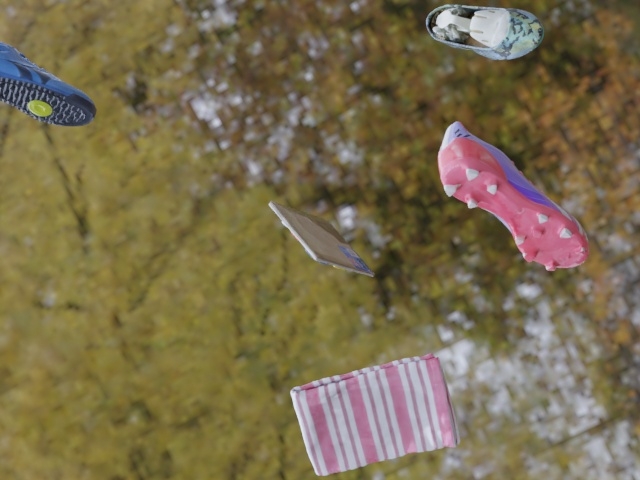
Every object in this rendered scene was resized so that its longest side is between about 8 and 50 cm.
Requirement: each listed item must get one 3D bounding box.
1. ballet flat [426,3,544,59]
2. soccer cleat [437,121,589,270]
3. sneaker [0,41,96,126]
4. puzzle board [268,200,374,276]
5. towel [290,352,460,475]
[{"bbox_3d":[0.199,-0.266,2.002,0.188,0.070,0.070,12,144,56],"label":"ballet flat"},{"bbox_3d":[0.236,-0.051,1.908,0.248,0.083,0.095,32,-138,-30],"label":"soccer cleat"},{"bbox_3d":[-0.372,-0.206,1.962,0.209,0.069,0.082,18,-127,-6],"label":"sneaker"},{"bbox_3d":[0.000,0.000,1.934,0.096,0.011,0.128,18,-158,-40],"label":"puzzle board"},{"bbox_3d":[0.070,0.225,2.023,0.029,0.197,0.144,-98,-7,-59],"label":"towel"}]
